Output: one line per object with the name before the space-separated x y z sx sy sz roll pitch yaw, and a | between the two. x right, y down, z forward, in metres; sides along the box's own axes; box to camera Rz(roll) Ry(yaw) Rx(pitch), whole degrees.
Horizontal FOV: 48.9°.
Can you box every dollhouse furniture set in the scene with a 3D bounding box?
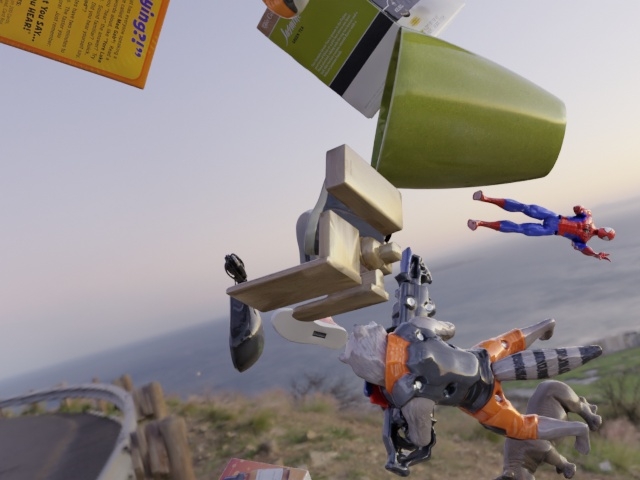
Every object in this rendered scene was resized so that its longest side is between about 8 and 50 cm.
dollhouse furniture set | 0.000 0.000 0.744 0.123 0.151 0.144 -19 -35 31

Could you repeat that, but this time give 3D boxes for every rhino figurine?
rhino figurine | 0.345 0.325 1.101 0.243 0.106 0.073 -51 -7 -23

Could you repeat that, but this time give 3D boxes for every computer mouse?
computer mouse | -0.173 0.177 1.662 0.072 0.272 0.188 -8 -32 3

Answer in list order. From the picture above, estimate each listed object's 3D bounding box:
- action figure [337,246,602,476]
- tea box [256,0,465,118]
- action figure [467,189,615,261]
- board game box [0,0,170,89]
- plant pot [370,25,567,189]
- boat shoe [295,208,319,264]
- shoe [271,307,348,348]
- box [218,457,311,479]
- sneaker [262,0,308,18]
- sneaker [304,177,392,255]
action figure | 0.190 0.141 0.974 0.330 0.341 0.178 5 -28 -12
tea box | 0.097 -0.498 1.552 0.220 0.323 0.329 -49 1 41
action figure | 0.431 -0.029 1.304 0.280 0.091 0.139 9 6 -9
board game box | -0.450 -0.494 1.165 0.356 0.356 0.356 14 10 -30
plant pot | 0.252 -0.200 1.199 0.293 0.275 0.275 10 -3 0
boat shoe | 0.001 0.004 1.818 0.088 0.096 0.267 -38 -34 -27
shoe | -0.033 0.167 1.417 0.178 0.063 0.081 21 8 -30
box | -0.111 0.494 1.308 0.170 0.091 0.130 0 34 25
sneaker | 0.013 -0.367 0.867 0.121 0.262 0.099 33 -27 -35
sneaker | 0.055 -0.039 1.066 0.118 0.083 0.222 10 36 8
